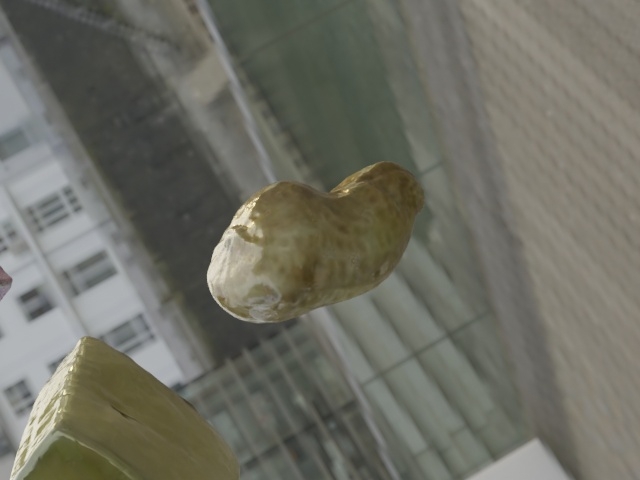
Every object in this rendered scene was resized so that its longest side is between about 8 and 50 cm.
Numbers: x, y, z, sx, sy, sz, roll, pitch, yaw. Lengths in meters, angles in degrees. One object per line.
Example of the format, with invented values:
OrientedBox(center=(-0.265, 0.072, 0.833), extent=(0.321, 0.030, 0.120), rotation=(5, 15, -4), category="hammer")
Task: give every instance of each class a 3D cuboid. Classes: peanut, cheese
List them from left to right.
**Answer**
OrientedBox(center=(-0.203, 0.249, 1.705), extent=(0.242, 0.124, 0.265), rotation=(37, -168, -12), category="cheese")
OrientedBox(center=(0.000, 0.000, 1.612), extent=(0.122, 0.253, 0.137), rotation=(7, 110, 60), category="peanut")

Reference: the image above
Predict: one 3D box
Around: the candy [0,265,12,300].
OrientedBox(center=(-0.515, 0.102, 1.933), extent=(0.116, 0.265, 0.155), rotation=(48, -158, 13), category="candy")
